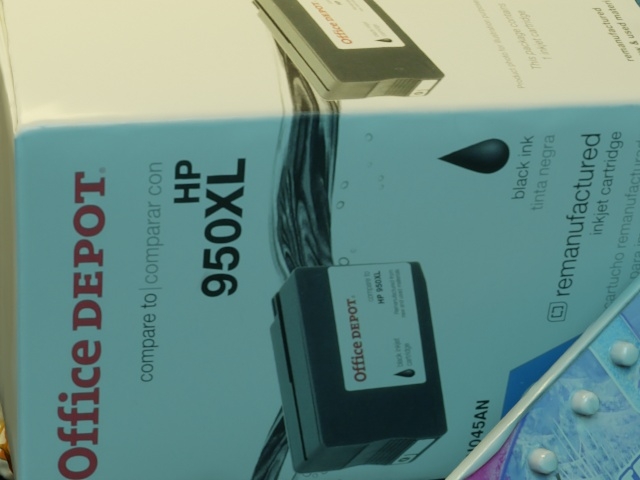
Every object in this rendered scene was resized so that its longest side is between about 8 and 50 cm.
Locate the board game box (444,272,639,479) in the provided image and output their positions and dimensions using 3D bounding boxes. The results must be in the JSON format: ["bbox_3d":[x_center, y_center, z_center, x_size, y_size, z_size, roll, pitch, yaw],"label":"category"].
[{"bbox_3d":[0.276,0.196,1.126,0.390,0.050,0.390,-44,111,-19],"label":"board game box"}]

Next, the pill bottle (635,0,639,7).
[{"bbox_3d":[0.208,-0.229,1.354,0.363,0.210,0.210,-39,72,-18],"label":"pill bottle"}]

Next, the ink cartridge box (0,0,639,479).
[{"bbox_3d":[0.000,0.000,1.153,0.395,0.285,0.166,-3,36,-12],"label":"ink cartridge box"}]

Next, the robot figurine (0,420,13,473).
[{"bbox_3d":[-0.093,0.216,1.205,0.291,0.085,0.211,22,67,8],"label":"robot figurine"}]
